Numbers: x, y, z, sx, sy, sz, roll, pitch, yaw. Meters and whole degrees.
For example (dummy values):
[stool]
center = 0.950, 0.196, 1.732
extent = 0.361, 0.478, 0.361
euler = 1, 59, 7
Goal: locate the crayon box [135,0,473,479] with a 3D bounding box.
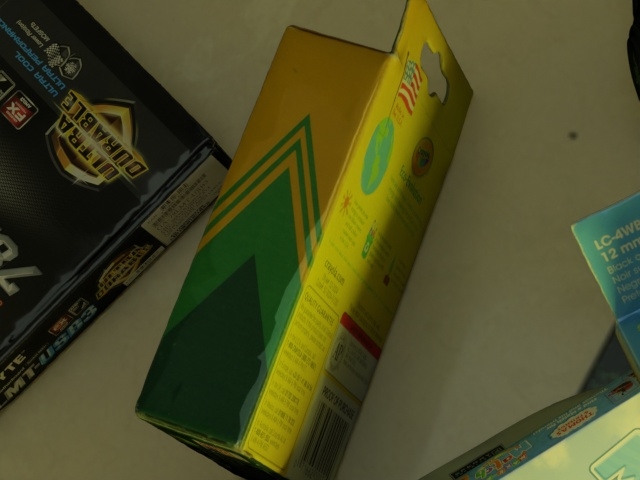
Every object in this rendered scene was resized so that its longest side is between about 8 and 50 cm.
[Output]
[crayon box]
center = 0.000, 0.000, 1.182
extent = 0.081, 0.202, 0.318
euler = 17, 77, 20

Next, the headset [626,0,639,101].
[headset]
center = 0.314, -0.093, 1.181
extent = 0.243, 0.185, 0.394
euler = 11, 61, 17

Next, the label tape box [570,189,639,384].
[label tape box]
center = 0.329, 0.099, 1.015
extent = 0.249, 0.115, 0.347
euler = -26, 104, 7

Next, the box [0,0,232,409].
[box]
center = -0.260, -0.051, 1.343
extent = 0.293, 0.073, 0.295
euler = -43, 66, -2

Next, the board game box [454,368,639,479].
[board game box]
center = 0.160, 0.195, 1.116
extent = 0.211, 0.039, 0.160
euler = -33, 105, 3

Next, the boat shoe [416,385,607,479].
[boat shoe]
center = 0.138, 0.163, 1.167
extent = 0.219, 0.078, 0.070
euler = -27, 102, 2
